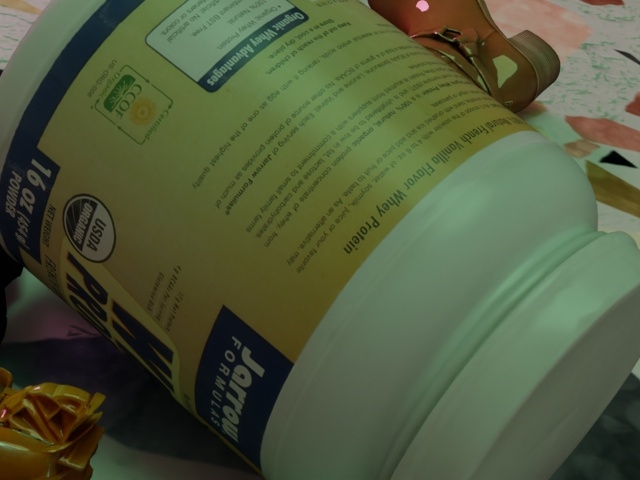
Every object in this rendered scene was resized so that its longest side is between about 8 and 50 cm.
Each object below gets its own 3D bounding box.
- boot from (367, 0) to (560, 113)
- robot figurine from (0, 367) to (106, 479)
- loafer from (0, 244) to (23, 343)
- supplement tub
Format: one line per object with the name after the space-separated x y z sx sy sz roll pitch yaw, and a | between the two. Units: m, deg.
0.088 -0.163 1.437 0.197 0.073 0.152 29 34 25 | boot
-0.254 0.084 0.785 0.291 0.085 0.211 18 27 0 | robot figurine
-0.206 0.022 0.963 0.061 0.062 0.170 -5 25 4 | loafer
0.000 0.000 0.910 0.316 0.228 0.228 39 34 20 | supplement tub
